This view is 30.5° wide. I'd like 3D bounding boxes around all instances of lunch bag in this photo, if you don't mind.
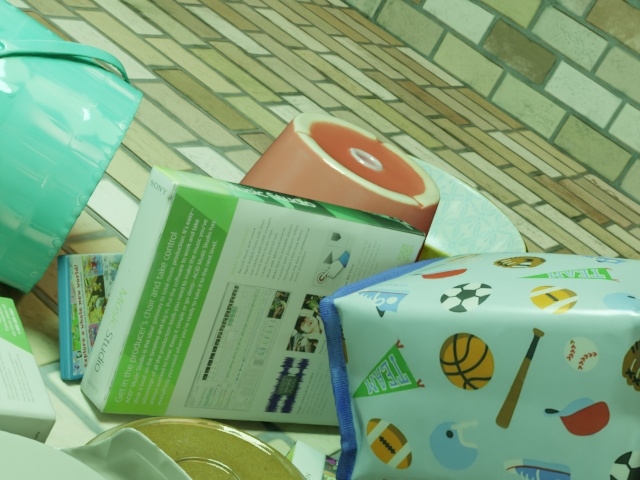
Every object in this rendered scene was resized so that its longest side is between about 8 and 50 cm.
[{"bbox_3d":[0.234,0.122,1.169,0.328,0.239,0.385,3,13,29],"label":"lunch bag"}]

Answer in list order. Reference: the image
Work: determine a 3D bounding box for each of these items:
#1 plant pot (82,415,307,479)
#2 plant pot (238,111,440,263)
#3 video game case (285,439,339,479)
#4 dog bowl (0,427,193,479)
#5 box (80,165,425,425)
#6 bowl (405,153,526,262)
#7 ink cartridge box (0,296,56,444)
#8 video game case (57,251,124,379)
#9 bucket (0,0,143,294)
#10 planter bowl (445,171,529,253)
[{"bbox_3d":[-0.103,0.218,1.000,0.236,0.032,0.236,14,24,-6],"label":"plant pot"},{"bbox_3d":[0.000,0.000,1.388,0.275,0.243,0.275,25,21,-11],"label":"plant pot"},{"bbox_3d":[0.057,0.301,1.072,0.232,0.042,0.210,28,23,-4],"label":"video game case"},{"bbox_3d":[-0.215,0.236,0.757,0.349,0.102,0.349,26,26,-14],"label":"dog bowl"},{"bbox_3d":[-0.060,0.067,1.179,0.322,0.232,0.058,11,14,-41],"label":"box"},{"bbox_3d":[0.122,0.010,1.628,0.289,0.156,0.289,22,26,-11],"label":"bowl"},{"bbox_3d":[-0.341,0.108,0.922,0.219,0.092,0.160,13,27,-36],"label":"ink cartridge box"},{"bbox_3d":[-0.194,0.071,1.176,0.015,0.119,0.166,-1,1,37],"label":"video game case"},{"bbox_3d":[-0.314,-0.093,1.177,0.183,0.281,0.281,30,21,-14],"label":"bucket"},{"bbox_3d":[0.207,-0.002,1.809,0.217,0.090,0.217,38,-15,12],"label":"planter bowl"}]
